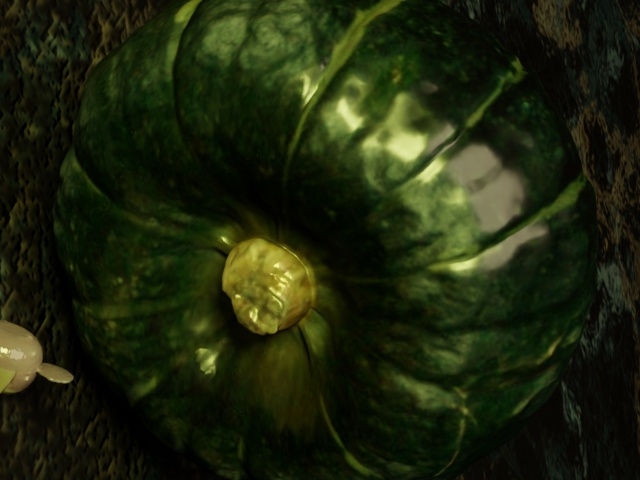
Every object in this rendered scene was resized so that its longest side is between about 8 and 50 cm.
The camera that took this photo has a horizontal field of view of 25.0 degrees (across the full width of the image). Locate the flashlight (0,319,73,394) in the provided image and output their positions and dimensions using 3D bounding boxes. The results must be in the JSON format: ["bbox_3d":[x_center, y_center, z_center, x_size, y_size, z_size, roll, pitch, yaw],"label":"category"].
[{"bbox_3d":[-0.156,0.049,0.598,0.110,0.052,0.031,10,106,-53],"label":"flashlight"}]

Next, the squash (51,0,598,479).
[{"bbox_3d":[0.000,0.000,0.665,0.165,0.252,0.252,-31,107,-53],"label":"squash"}]
